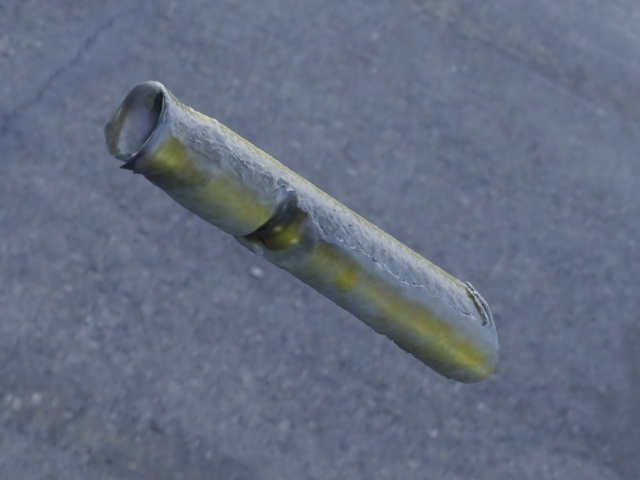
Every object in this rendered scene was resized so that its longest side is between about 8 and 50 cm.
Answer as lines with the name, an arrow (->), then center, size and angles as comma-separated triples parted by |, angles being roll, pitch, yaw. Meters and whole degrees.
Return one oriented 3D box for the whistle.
whistle -> 0.001, -0.001, 1.079 | 0.326, 0.057, 0.068 | 32, 32, -37
